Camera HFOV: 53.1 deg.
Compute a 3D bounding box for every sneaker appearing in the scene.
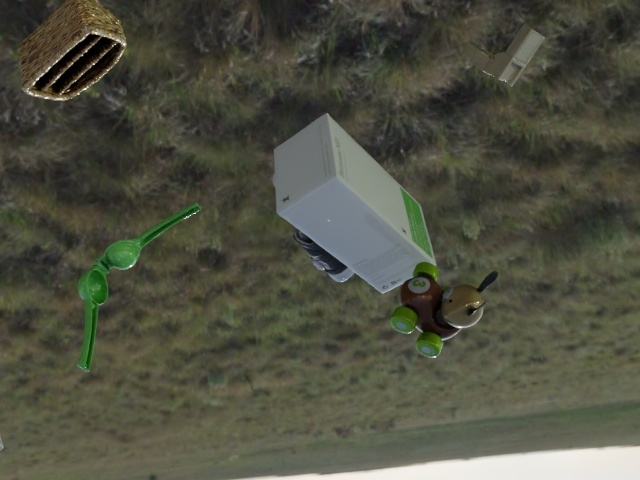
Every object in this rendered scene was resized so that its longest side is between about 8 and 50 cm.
[{"bbox_3d":[0.000,0.000,1.584,0.153,0.101,0.268,49,176,-22],"label":"sneaker"}]

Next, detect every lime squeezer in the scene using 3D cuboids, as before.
[{"bbox_3d":[-0.312,0.046,0.997,0.109,0.311,0.059,5,144,42],"label":"lime squeezer"}]

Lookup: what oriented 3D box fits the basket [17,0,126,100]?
[{"bbox_3d":[-0.721,-0.541,1.904,0.299,0.223,0.213,-36,143,14],"label":"basket"}]

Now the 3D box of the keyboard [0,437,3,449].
[{"bbox_3d":[-0.626,0.267,1.143,0.072,0.256,0.014,-33,160,11],"label":"keyboard"}]

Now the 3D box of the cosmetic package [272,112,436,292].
[{"bbox_3d":[0.073,-0.066,1.344,0.155,0.197,0.365,-29,136,24],"label":"cosmetic package"}]

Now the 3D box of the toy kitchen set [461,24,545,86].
[{"bbox_3d":[0.255,-0.258,0.869,0.068,0.083,0.075,10,122,-40],"label":"toy kitchen set"}]

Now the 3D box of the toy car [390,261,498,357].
[{"bbox_3d":[0.255,0.117,1.237,0.149,0.155,0.188,44,142,-14],"label":"toy car"}]
